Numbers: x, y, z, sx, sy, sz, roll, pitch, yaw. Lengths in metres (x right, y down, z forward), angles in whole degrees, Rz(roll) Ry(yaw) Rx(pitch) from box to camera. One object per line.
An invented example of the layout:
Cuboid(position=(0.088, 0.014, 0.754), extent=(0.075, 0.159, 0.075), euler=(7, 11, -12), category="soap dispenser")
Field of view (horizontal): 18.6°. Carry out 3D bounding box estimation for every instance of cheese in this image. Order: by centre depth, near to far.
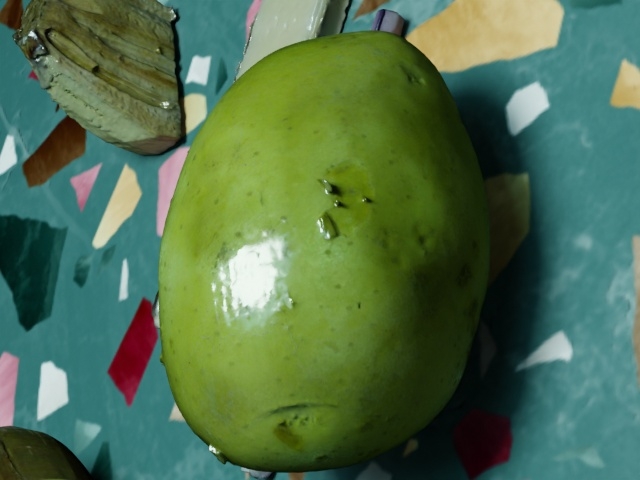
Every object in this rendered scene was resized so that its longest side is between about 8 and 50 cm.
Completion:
Cuboid(position=(-0.035, -0.113, 1.498), extent=(0.085, 0.034, 0.400), euler=(10, 79, 43), category="cheese")

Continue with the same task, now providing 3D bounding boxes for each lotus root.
Cuboid(position=(-0.186, -0.145, 1.594), extent=(0.070, 0.144, 0.143), euler=(-36, 40, 39), category="lotus root")

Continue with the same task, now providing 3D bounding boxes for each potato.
Cuboid(position=(0.002, 0.008, 1.276), extent=(0.216, 0.216, 0.304), euler=(-24, 46, 36), category="potato")

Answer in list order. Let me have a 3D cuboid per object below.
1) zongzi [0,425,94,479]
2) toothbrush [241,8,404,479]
Cuboid(position=(-0.233, 0.327, 1.413), extent=(0.317, 0.154, 0.289), euler=(-61, 34, 13), category="zongzi")
Cuboid(position=(0.000, 0.000, 1.414), extent=(0.029, 0.024, 0.354), euler=(4, 75, 55), category="toothbrush")
